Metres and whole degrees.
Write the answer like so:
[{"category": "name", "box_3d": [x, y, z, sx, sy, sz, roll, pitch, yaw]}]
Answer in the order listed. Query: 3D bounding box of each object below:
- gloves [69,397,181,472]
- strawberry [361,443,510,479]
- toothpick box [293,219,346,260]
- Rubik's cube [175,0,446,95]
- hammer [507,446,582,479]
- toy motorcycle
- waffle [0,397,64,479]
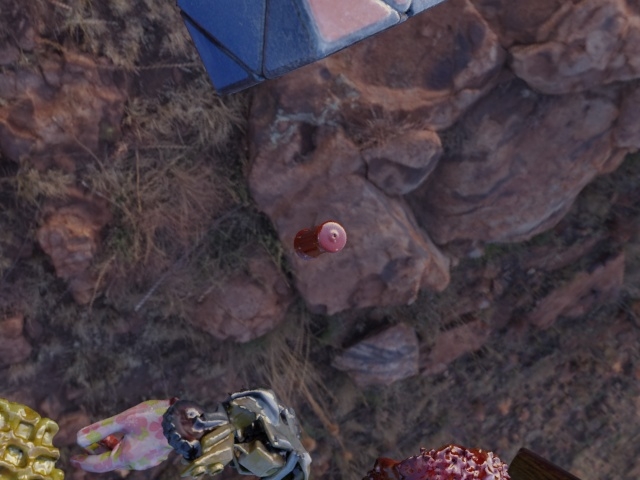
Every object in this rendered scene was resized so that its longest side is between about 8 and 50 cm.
[{"category": "gloves", "box_3d": [-0.368, 0.391, 1.251, 0.241, 0.126, 0.145, -32, 167, -1]}, {"category": "strawberry", "box_3d": [0.099, 0.232, 0.546, 0.140, 0.085, 0.192, -1, 143, -18]}, {"category": "toothpick box", "box_3d": [0.000, 0.000, 0.902, 0.047, 0.083, 0.047, 5, 79, -27]}, {"category": "Rubik's cube", "box_3d": [-0.018, -0.276, 0.601, 0.207, 0.205, 0.205, -34, 109, -29]}, {"category": "hammer", "box_3d": [0.309, 0.296, 0.580, 0.095, 0.408, 0.242, 43, 77, -26]}, {"category": "toy motorcycle", "box_3d": [-0.085, 0.246, 0.779, 0.094, 0.130, 0.229, -41, 150, 21]}, {"category": "waffle", "box_3d": [-0.419, 0.271, 0.735, 0.056, 0.249, 0.253, -36, 179, 39]}]
